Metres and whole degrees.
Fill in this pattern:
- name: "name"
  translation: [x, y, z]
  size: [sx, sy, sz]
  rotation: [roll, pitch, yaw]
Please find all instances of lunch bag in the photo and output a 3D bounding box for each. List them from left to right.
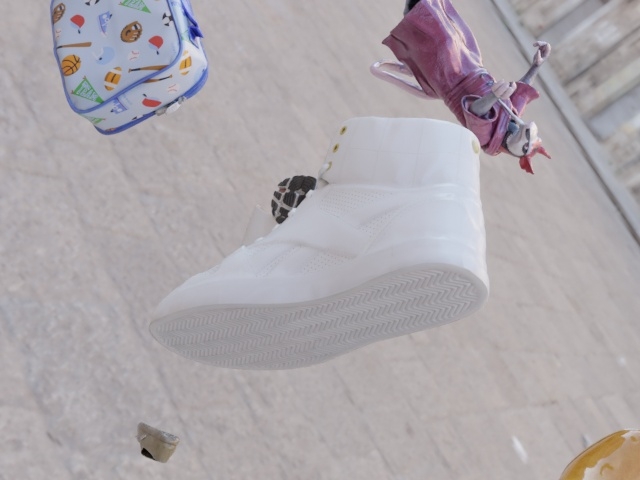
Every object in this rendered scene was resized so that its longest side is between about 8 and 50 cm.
- name: "lunch bag"
  translation: [-0.306, -0.327, 1.642]
  size: [0.115, 0.243, 0.303]
  rotation: [44, 24, -60]

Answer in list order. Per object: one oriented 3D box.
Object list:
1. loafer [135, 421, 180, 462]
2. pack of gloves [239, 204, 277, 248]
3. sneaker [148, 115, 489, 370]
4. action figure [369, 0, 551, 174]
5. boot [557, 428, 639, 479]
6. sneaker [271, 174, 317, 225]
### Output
- name: "loafer"
  translation: [-0.276, 0.334, 1.665]
  size: [0.056, 0.050, 0.148]
  rotation: [28, -15, -17]
- name: "pack of gloves"
  translation: [-0.100, 0.086, 1.815]
  size: [0.195, 0.232, 0.046]
  rotation: [39, 32, 19]
- name: "sneaker"
  translation: [0.000, 0.000, 0.809]
  size: [0.108, 0.292, 0.169]
  rotation: [46, 40, -42]
- name: "action figure"
  translation: [0.247, -0.251, 1.742]
  size: [0.248, 0.275, 0.370]
  rotation: [-17, 69, -50]
- name: "boot"
  translation: [0.296, 0.318, 1.109]
  size: [0.104, 0.295, 0.211]
  rotation: [46, -10, 10]
- name: "sneaker"
  translation: [0.036, -0.031, 1.765]
  size: [0.279, 0.107, 0.118]
  rotation: [19, -9, 30]
